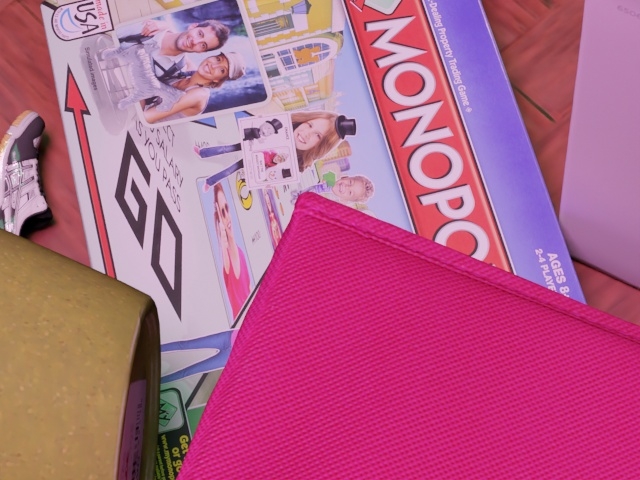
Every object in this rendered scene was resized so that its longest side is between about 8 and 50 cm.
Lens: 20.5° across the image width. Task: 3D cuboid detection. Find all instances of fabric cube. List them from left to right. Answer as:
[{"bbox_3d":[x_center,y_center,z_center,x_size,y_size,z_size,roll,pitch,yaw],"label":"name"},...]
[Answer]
[{"bbox_3d":[0.047,0.190,0.554,0.254,0.259,0.258,21,52,2],"label":"fabric cube"}]

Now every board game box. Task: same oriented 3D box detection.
[{"bbox_3d":[0.000,0.000,0.829,0.213,0.046,0.317,-14,62,-3],"label":"board game box"}]

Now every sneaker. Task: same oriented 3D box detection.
[{"bbox_3d":[-0.145,-0.023,0.863,0.037,0.032,0.083,18,69,-2],"label":"sneaker"}]

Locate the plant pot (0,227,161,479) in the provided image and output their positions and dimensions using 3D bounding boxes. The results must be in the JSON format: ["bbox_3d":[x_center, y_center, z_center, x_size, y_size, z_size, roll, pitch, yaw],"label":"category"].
[{"bbox_3d":[-0.215,0.075,0.687,0.293,0.275,0.275,4,62,1],"label":"plant pot"}]

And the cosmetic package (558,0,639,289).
[{"bbox_3d":[0.213,-0.106,0.769,0.138,0.224,0.224,26,66,16],"label":"cosmetic package"}]
